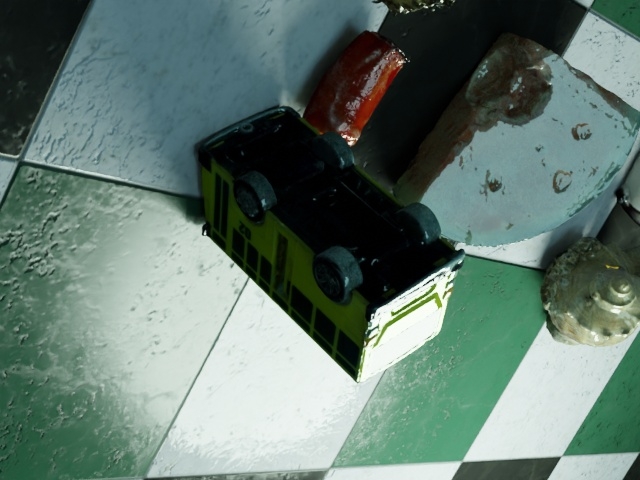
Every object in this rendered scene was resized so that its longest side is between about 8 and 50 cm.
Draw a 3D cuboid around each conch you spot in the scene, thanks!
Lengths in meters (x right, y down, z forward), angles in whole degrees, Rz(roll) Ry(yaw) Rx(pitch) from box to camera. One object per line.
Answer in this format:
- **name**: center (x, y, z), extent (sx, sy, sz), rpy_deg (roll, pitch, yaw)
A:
- **conch**: center (0.405, 0.083, 1.786), extent (0.178, 0.163, 0.245), rpy_deg (-18, 164, -18)

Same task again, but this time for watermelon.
- **watermelon**: center (0.212, -0.127, 1.437), extent (0.318, 0.148, 0.226), rpy_deg (-23, 119, -15)

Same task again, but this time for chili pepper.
- **chili pepper**: center (0.033, -0.152, 1.234), extent (0.070, 0.073, 0.123), rpy_deg (35, 90, -25)

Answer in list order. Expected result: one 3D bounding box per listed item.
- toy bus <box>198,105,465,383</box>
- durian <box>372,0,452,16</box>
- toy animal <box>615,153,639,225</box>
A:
- **toy bus**: center (0.000, 0.000, 1.173), extent (0.128, 0.262, 0.150), rpy_deg (-29, 146, -30)
- **durian**: center (0.075, -0.304, 1.078), extent (0.196, 0.167, 0.196), rpy_deg (-26, 123, -50)
- **toy animal**: center (0.580, -0.062, 1.788), extent (0.165, 0.235, 0.187), rpy_deg (14, 109, -46)
